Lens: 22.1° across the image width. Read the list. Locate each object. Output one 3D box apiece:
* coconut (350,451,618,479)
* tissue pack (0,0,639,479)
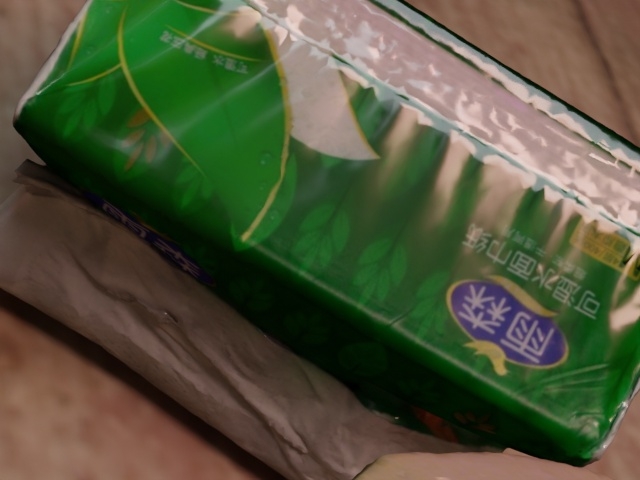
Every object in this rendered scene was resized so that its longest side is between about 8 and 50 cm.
[{"bbox_3d":[0.040,0.162,0.373,0.197,0.237,0.237,6,50,-27],"label":"coconut"},{"bbox_3d":[0.001,0.001,0.558,0.209,0.148,0.156,32,83,-4],"label":"tissue pack"}]
